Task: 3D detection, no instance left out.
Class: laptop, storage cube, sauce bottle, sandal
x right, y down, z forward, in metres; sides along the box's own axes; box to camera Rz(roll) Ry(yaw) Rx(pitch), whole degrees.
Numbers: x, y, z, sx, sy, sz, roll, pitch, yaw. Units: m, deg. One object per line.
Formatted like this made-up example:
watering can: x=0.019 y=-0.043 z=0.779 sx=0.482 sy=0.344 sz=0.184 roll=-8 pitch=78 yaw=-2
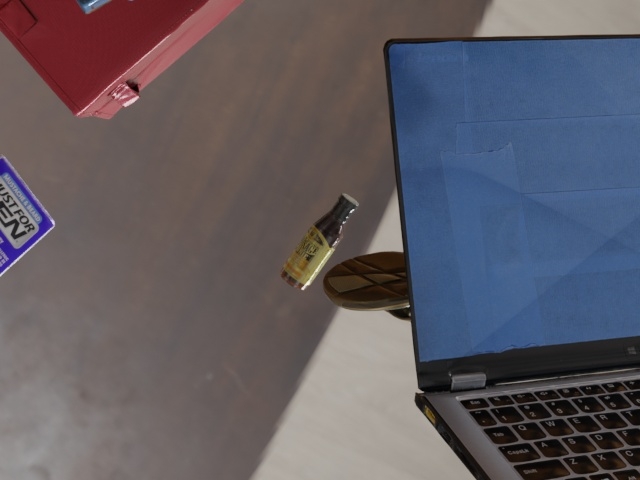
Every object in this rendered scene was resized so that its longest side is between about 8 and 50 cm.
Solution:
laptop: x=0.279 y=0.037 z=1.260 sx=0.382 sy=0.408 sz=0.236 roll=-4 pitch=121 yaw=-24
storage cube: x=-0.185 y=-0.238 z=1.477 sx=0.193 sy=0.183 sz=0.215 roll=-40 pitch=91 yaw=4
sauce bottle: x=0.000 y=0.000 z=2.091 sx=0.042 sy=0.042 sz=0.128 roll=25 pitch=105 yaw=-34
sandal: x=0.090 y=0.041 z=1.423 sx=0.180 sy=0.072 sz=0.049 roll=-7 pitch=120 yaw=-23

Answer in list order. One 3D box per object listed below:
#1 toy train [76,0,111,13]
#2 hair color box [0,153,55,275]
toy train: x=-0.077 y=-0.192 z=0.958 sx=0.184 sy=0.105 sz=0.080 roll=-30 pitch=99 yaw=-3
hair color box: x=-0.461 y=0.048 z=1.805 sx=0.339 sy=0.185 sz=0.110 roll=-44 pitch=117 yaw=-22
